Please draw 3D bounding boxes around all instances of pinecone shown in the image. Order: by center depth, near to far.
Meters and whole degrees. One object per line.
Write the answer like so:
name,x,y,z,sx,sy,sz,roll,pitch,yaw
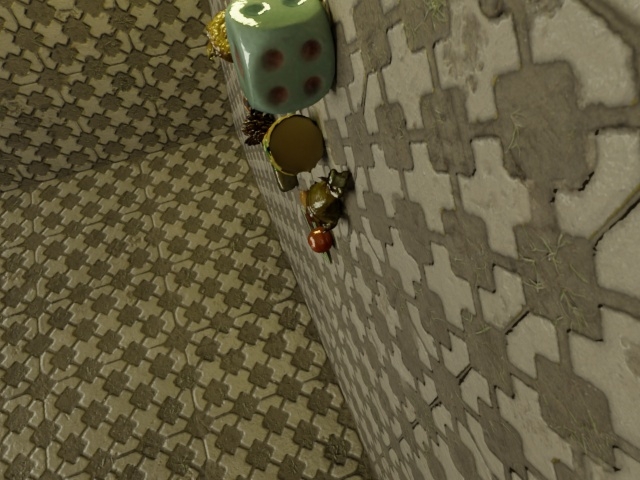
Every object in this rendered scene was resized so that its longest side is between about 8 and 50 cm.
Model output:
pinecone,-0.341,-0.625,2.414,0.169,0.185,0.213,89,170,-58

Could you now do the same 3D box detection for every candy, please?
candy,-0.198,-0.375,2.326,0.104,0.102,0.234,-173,64,-78

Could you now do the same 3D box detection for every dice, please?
dice,-0.119,-0.559,1.295,0.268,0.262,0.265,84,163,-52

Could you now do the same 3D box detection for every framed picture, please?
framed picture,-0.025,-0.026,2.179,0.216,0.015,0.274,-136,22,-69

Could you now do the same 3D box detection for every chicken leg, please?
chicken leg,0.019,-0.134,1.600,0.361,0.140,0.212,-169,69,-81

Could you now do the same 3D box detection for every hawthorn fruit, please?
hawthorn fruit,0.000,0.000,1.967,0.128,0.127,0.128,162,90,-78

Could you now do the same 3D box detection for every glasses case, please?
glasses case,-0.352,-0.800,2.244,0.321,0.081,0.122,104,156,-43

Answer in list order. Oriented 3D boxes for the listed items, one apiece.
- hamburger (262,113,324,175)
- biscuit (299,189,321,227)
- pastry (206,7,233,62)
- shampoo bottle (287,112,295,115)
hamburger,-0.102,-0.359,1.647,0.149,0.236,0.237,-147,40,-68
biscuit,-0.052,-0.170,2.125,0.224,0.033,0.145,-124,18,-45
pastry,-0.443,-1.013,2.169,0.132,0.234,0.241,-162,72,-72
shampoo bottle,-0.123,-0.588,1.704,0.263,0.085,0.085,87,161,-53
